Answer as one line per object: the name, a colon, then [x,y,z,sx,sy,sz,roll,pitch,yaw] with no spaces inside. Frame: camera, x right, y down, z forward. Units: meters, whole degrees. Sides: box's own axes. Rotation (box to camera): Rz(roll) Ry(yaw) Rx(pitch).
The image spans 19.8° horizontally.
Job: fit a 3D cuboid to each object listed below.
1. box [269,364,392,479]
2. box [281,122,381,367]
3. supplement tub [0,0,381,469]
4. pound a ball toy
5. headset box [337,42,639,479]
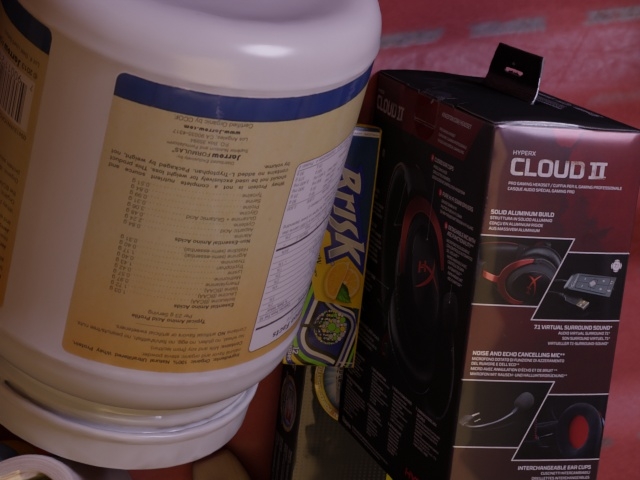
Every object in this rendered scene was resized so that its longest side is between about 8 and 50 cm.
box: [0.072,0.170,1.396,0.216,0.060,0.270,3,104,-18]
box: [0.000,0.000,1.271,0.054,0.059,0.169,4,97,-18]
supplement tub: [-0.105,-0.037,1.150,0.228,0.228,0.316,5,122,-19]
pound a ball toy: [-0.163,0.190,1.291,0.208,0.319,0.136,-22,84,0]
headset box: [0.107,0.018,1.217,0.110,0.218,0.293,2,102,-18]
